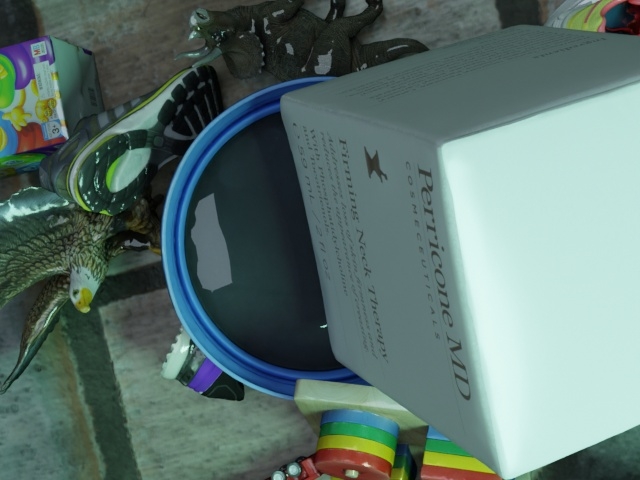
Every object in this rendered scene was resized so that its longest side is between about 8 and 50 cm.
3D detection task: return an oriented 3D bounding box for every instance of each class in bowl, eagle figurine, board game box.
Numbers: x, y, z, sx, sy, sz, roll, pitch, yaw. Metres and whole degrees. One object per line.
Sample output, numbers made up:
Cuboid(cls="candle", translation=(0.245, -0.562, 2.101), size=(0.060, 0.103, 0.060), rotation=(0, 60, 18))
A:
Cuboid(cls="bowl", translation=(0.000, 0.000, 1.535), size=(0.391, 0.077, 0.391), rotation=(0, 92, -9))
Cuboid(cls="eagle figurine", translation=(-0.330, 0.038, 1.605), size=(0.298, 0.225, 0.226), rotation=(-25, 94, 5))
Cuboid(cls="board game box", translation=(-0.442, -0.161, 1.680), size=(0.275, 0.142, 0.144), rotation=(-13, 86, 13))

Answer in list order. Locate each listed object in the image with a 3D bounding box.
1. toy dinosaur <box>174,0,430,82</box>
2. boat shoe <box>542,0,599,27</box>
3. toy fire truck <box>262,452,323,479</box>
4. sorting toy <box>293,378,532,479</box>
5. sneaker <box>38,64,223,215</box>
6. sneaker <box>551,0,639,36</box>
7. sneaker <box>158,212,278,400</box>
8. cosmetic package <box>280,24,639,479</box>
Cuboid(cls="toy dinosaur", translation=(-0.013, -0.250, 1.602), size=(0.313, 0.121, 0.160), rotation=(17, 91, -9))
Cuboid(cls="boat shoe", translation=(0.280, -0.207, 1.531), size=(0.095, 0.084, 0.258), rotation=(36, 97, 12))
Cuboid(cls="toy fire truck", translation=(-0.016, 0.348, 1.613), size=(0.192, 0.047, 0.135), rotation=(-30, 83, 12))
Cuboid(cls="sorting toy", translation=(0.110, 0.257, 1.469), size=(0.255, 0.257, 0.089), rotation=(5, 66, 14))
Cuboid(cls="sneaker", translation=(-0.233, -0.140, 1.576), size=(0.121, 0.300, 0.111), rotation=(12, 125, 33))
Cuboid(cls="sneaker", translation=(0.375, -0.265, 1.472), size=(0.208, 0.094, 0.081), rotation=(-30, 102, -20))
Cuboid(cls="sneaker", translation=(-0.078, 0.074, 1.615), size=(0.146, 0.102, 0.293), rotation=(28, 91, -2))
Cuboid(cls="cosmetic package", translation=(0.199, -0.019, 1.298), size=(0.327, 0.393, 0.329), rotation=(-18, 108, -18))
